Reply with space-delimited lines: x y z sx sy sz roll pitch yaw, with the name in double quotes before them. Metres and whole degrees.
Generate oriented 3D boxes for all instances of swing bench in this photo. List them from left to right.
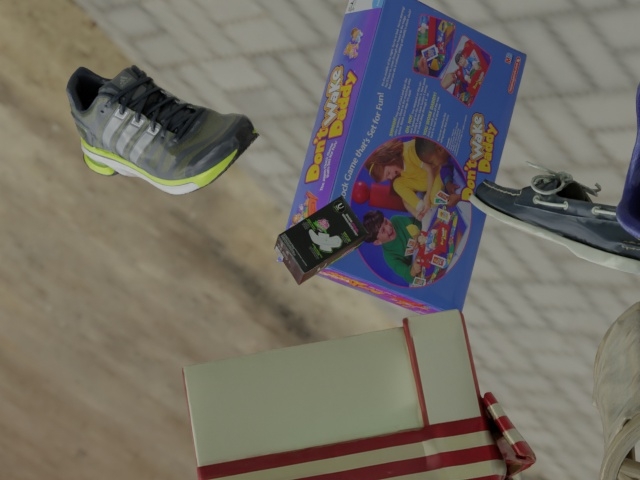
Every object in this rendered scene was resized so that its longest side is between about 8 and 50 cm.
"swing bench" 0.417 0.244 1.886 0.255 0.253 0.165 34 116 -9

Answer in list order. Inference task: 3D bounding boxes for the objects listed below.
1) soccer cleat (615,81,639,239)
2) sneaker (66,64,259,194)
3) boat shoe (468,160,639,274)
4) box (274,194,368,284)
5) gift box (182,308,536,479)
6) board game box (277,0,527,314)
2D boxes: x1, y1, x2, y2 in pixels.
"soccer cleat" 0.236 -0.112 0.890 0.093 0.121 0.289 49 143 39
"sneaker" -0.194 -0.134 1.873 0.300 0.111 0.121 8 137 43
"boat shoe" 0.265 -0.032 1.761 0.095 0.079 0.254 11 -171 -38
"box" 0.000 0.000 1.742 0.052 0.083 0.062 56 167 8
"gift box" 0.044 0.224 1.325 0.258 0.276 0.255 -12 168 -1
"board game box" 0.104 -0.104 1.990 0.233 0.347 0.078 22 169 -32
